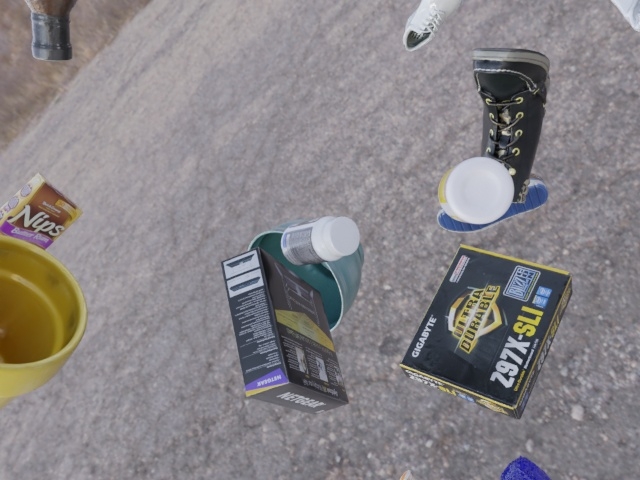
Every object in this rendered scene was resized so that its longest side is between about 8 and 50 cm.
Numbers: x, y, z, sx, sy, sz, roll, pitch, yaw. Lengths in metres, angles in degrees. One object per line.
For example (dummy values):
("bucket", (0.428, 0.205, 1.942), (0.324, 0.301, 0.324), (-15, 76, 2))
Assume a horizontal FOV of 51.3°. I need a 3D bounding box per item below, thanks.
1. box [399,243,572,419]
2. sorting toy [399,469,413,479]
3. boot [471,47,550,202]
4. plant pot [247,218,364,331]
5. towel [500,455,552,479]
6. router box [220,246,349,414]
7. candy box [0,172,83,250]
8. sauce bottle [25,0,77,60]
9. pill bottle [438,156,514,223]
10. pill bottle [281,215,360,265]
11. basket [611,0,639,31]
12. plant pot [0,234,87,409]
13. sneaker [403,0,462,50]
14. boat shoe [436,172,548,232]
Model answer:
("box", (0.354, 0.182, 1.411), (0.257, 0.079, 0.322), (18, 64, 32))
("sorting toy", (0.192, 0.552, 1.445), (0.045, 0.083, 0.075), (-20, -7, 0))
("boot", (0.238, -0.140, 0.852), (0.085, 0.236, 0.179), (11, 94, 26))
("plant pot", (-0.011, 0.063, 1.675), (0.293, 0.293, 0.196), (-16, 16, 46))
("towel", (0.261, 0.366, 0.599), (0.076, 0.228, 0.308), (-28, 16, 12))
("router box", (-0.058, 0.176, 1.217), (0.081, 0.309, 0.243), (-21, 64, 13))
("candy box", (-0.580, -0.030, 1.318), (0.187, 0.109, 0.053), (-47, 44, -7))
("sauce bottle", (-0.476, -0.492, 1.160), (0.111, 0.111, 0.344), (-126, 40, -59))
("pill bottle", (0.105, -0.034, 0.461), (0.043, 0.043, 0.083), (-50, -1, 5))
("pill bottle", (0.000, 0.000, 1.149), (0.137, 0.078, 0.078), (-10, 51, 53))
("basket", (0.548, -0.514, 0.918), (0.328, 0.266, 0.331), (95, 168, -52))
("plant pot", (-0.531, 0.158, 1.040), (0.239, 0.254, 0.254), (-48, 29, 30))
("sneaker", (0.279, -0.548, 1.639), (0.258, 0.094, 0.091), (136, 149, -72))
("boat shoe", (0.286, -0.065, 1.121), (0.183, 0.066, 0.066), (-14, 30, 15))
